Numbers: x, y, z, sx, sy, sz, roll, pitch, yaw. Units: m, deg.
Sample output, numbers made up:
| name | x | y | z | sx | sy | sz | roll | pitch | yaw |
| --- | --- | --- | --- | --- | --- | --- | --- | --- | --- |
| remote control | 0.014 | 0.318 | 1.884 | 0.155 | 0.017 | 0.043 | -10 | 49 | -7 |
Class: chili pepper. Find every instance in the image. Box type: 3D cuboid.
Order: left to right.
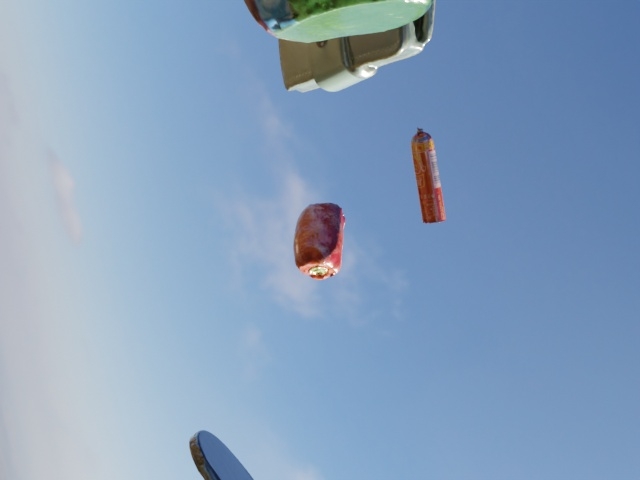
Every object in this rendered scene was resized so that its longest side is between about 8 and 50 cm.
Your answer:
| name | x | y | z | sx | sy | sz | roll | pitch | yaw |
| --- | --- | --- | --- | --- | --- | --- | --- | --- | --- |
| chili pepper | 0.000 | 0.000 | 1.094 | 0.070 | 0.073 | 0.123 | -47 | -155 | 35 |

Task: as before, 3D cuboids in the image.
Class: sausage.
| name | x | y | z | sx | sy | sz | roll | pitch | yaw |
| --- | --- | --- | --- | --- | --- | --- | --- | --- | --- |
| sausage | 0.143 | -0.089 | 1.044 | 0.034 | 0.034 | 0.130 | -171 | -112 | -67 |

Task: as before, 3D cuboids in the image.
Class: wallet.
| name | x | y | z | sx | sy | sz | roll | pitch | yaw |
| --- | --- | --- | --- | --- | --- | --- | --- | --- | --- |
| wallet | 0.036 | -0.357 | 1.171 | 0.360 | 0.083 | 0.252 | -3 | -94 | 57 |

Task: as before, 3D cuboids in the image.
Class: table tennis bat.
| name | x | y | z | sx | sy | sz | roll | pitch | yaw |
| --- | --- | --- | --- | --- | --- | --- | --- | --- | --- |
| table tennis bat | -0.042 | 0.142 | 0.409 | 0.095 | 0.014 | 0.158 | 54 | -5 | 8 |

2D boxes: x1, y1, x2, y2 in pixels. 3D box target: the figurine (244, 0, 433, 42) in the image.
| name | x | y | z | sx | sy | sz | roll | pitch | yaw |
| --- | --- | --- | --- | --- | --- | --- | --- | --- | --- |
| figurine | 0.021 | -0.278 | 0.584 | 0.185 | 0.127 | 0.234 | 1 | -84 | 52 |
